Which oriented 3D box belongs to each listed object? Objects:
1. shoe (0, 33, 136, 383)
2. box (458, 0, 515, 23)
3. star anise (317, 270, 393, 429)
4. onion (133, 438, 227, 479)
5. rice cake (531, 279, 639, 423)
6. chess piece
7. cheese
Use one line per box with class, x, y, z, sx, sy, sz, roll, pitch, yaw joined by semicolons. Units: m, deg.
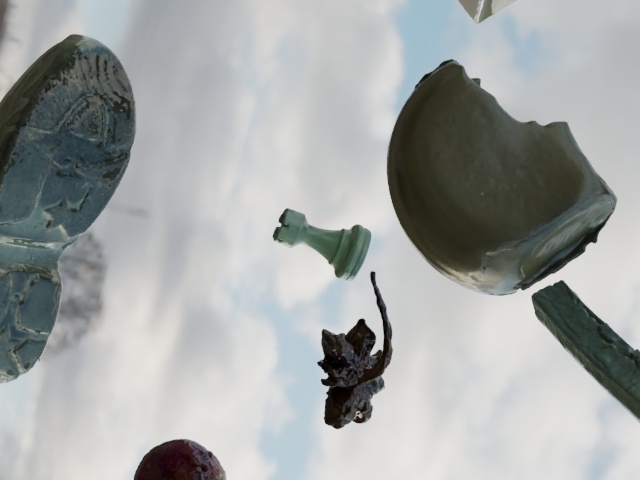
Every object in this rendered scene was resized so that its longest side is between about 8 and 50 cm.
shoe;-0.308;-0.055;1.393;0.210;0.132;0.342;39;-69;44
box;0.057;-0.277;0.910;0.079;0.269;0.135;-34;170;-5
star anise;0.044;0.122;1.634;0.070;0.097;0.190;19;-62;45
onion;-0.155;0.271;1.596;0.097;0.107;0.107;-31;140;-74
rice cake;0.244;0.106;1.182;0.245;0.042;0.045;49;-15;57
chess piece;0.000;0.000;1.668;0.067;0.103;0.067;-159;-90;-78
cheese;0.141;-0.058;1.252;0.202;0.175;0.091;57;-13;12
